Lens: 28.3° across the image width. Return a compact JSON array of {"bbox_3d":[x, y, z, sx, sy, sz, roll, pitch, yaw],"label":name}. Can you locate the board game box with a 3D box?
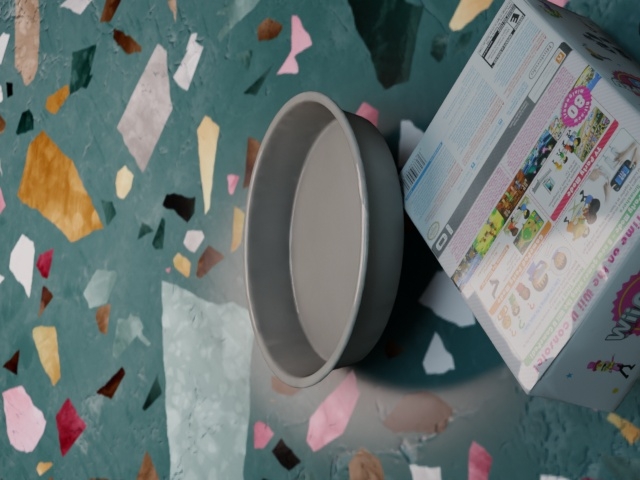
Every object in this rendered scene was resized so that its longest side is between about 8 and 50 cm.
[{"bbox_3d":[0.200,-0.042,1.061,0.224,0.097,0.303,-60,32,24],"label":"board game box"}]

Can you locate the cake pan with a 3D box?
[{"bbox_3d":[0.000,0.000,1.264,0.293,0.054,0.293,-177,90,-65],"label":"cake pan"}]

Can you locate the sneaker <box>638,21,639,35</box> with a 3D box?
[{"bbox_3d":[0.312,-0.162,1.068,0.078,0.067,0.188,-179,82,-78],"label":"sneaker"}]
